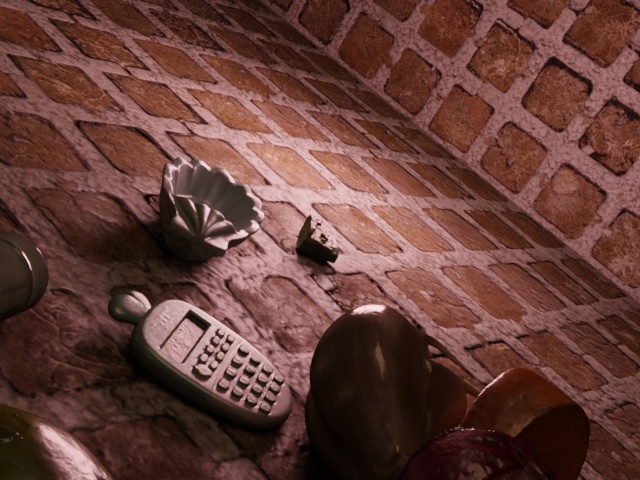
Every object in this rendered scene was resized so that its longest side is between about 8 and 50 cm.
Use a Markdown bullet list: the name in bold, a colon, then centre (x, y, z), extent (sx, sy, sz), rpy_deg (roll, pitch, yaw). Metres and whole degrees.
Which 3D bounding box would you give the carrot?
- **carrot**: centre (0.255, 0.312, 1.245), extent (0.100, 0.258, 0.307), rpy_deg (23, 24, 40)

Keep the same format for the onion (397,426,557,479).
- **onion**: centre (0.204, 0.353, 1.059), extent (0.250, 0.247, 0.111), rpy_deg (27, -10, -12)

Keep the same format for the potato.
- **potato**: centre (-0.269, 0.241, 0.817), extent (0.253, 0.148, 0.186), rpy_deg (36, 24, 9)

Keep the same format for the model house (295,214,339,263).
- **model house**: centre (0.000, 0.000, 1.815), extent (0.083, 0.066, 0.078), rpy_deg (28, 23, -14)

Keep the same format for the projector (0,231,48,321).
- **projector**: centre (-0.443, 0.076, 1.001), extent (0.108, 0.108, 0.337), rpy_deg (35, 22, 9)

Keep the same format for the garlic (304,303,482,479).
- **garlic**: centre (0.111, 0.193, 1.267), extent (0.246, 0.231, 0.340), rpy_deg (20, 26, 33)

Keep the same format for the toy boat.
- **toy boat**: centre (-0.206, -0.044, 1.588), extent (0.199, 0.100, 0.290), rpy_deg (28, 21, -9)

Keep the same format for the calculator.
- **calculator**: centre (-0.167, 0.164, 1.270), extent (0.295, 0.042, 0.184), rpy_deg (34, 21, -2)
